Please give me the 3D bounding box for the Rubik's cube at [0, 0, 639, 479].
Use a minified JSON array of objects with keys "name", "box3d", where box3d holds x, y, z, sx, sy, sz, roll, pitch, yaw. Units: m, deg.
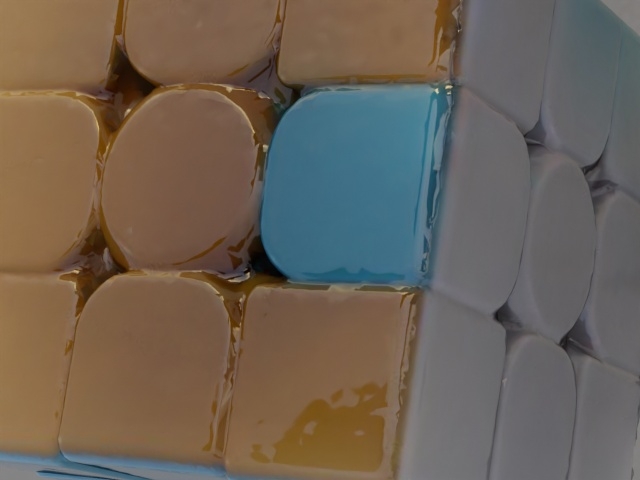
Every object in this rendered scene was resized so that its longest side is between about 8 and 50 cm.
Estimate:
[{"name":"Rubik's cube","box3d":[0.000,0.000,1.065,0.292,0.290,0.291,2,78,29]}]
